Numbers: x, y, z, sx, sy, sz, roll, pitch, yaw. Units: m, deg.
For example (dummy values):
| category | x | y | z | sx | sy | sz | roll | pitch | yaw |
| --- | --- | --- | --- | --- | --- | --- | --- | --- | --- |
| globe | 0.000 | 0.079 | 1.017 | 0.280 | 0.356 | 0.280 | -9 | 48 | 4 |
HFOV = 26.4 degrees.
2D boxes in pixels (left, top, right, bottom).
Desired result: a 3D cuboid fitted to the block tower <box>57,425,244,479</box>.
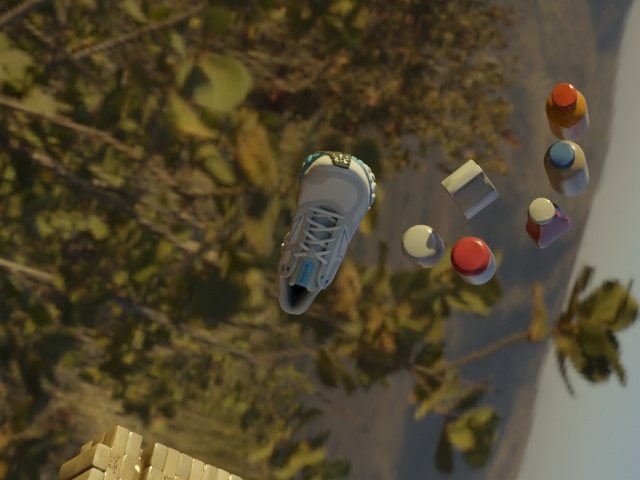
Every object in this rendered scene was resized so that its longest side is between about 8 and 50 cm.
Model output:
| category | x | y | z | sx | sy | sz | roll | pitch | yaw |
| --- | --- | --- | --- | --- | --- | --- | --- | --- | --- |
| block tower | -0.135 | 0.321 | 1.574 | 0.097 | 0.335 | 0.091 | -33 | -142 | 45 |

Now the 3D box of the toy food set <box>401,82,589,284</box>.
| category | x | y | z | sx | sy | sz | roll | pitch | yaw |
| --- | --- | --- | --- | --- | --- | --- | --- | --- | --- |
| toy food set | 0.181 | -0.045 | 1.326 | 0.232 | 0.111 | 0.104 | -37 | 163 | 4 |

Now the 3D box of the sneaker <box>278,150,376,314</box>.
| category | x | y | z | sx | sy | sz | roll | pitch | yaw |
| --- | --- | --- | --- | --- | --- | --- | --- | --- | --- |
| sneaker | 0.000 | 0.000 | 1.229 | 0.191 | 0.071 | 0.083 | 106 | 2 | -49 |
